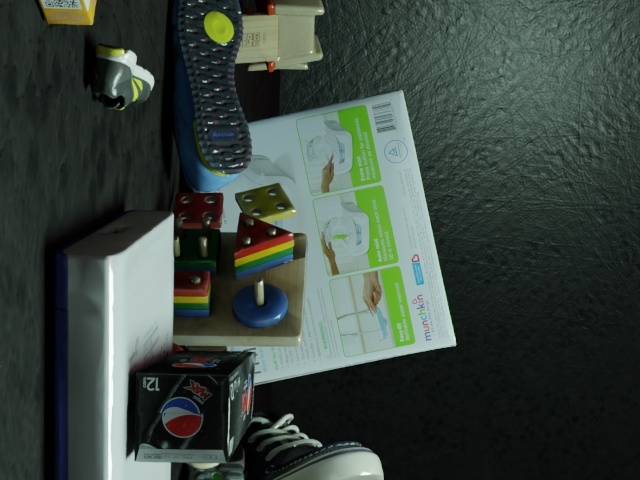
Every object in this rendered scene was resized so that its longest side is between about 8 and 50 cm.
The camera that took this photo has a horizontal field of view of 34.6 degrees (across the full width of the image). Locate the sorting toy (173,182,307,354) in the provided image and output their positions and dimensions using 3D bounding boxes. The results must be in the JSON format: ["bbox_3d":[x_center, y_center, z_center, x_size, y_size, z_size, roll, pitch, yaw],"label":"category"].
[{"bbox_3d":[-0.079,0.021,0.881,0.274,0.132,0.046,-87,178,-50],"label":"sorting toy"}]

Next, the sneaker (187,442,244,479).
[{"bbox_3d":[-0.116,0.322,1.120,0.229,0.086,0.132,-89,-176,-71],"label":"sneaker"}]

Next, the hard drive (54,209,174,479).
[{"bbox_3d":[-0.132,0.150,0.676,0.210,0.040,0.319,-85,177,-82],"label":"hard drive"}]

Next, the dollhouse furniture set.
[{"bbox_3d":[-0.081,-0.347,1.417,0.259,0.135,0.262,-104,-168,-47],"label":"dollhouse furniture set"}]

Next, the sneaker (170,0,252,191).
[{"bbox_3d":[-0.114,-0.148,0.948,0.082,0.069,0.209,-20,-107,55],"label":"sneaker"}]

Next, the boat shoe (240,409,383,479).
[{"bbox_3d":[-0.051,0.263,1.231,0.340,0.127,0.158,-42,-129,46],"label":"boat shoe"}]

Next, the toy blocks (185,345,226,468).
[{"bbox_3d":[-0.122,0.148,1.085,0.123,0.054,0.148,-88,180,-52],"label":"toy blocks"}]

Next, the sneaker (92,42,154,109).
[{"bbox_3d":[-0.130,-0.099,0.656,0.083,0.031,0.035,63,42,-81],"label":"sneaker"}]

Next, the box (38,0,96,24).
[{"bbox_3d":[-0.127,-0.174,0.483,0.136,0.028,0.081,96,-3,-68],"label":"box"}]

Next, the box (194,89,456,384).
[{"bbox_3d":[0.000,0.000,1.067,0.127,0.231,0.262,2,75,-86],"label":"box"}]

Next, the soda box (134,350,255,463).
[{"bbox_3d":[-0.079,0.105,0.675,0.169,0.060,0.053,55,36,-88],"label":"soda box"}]
